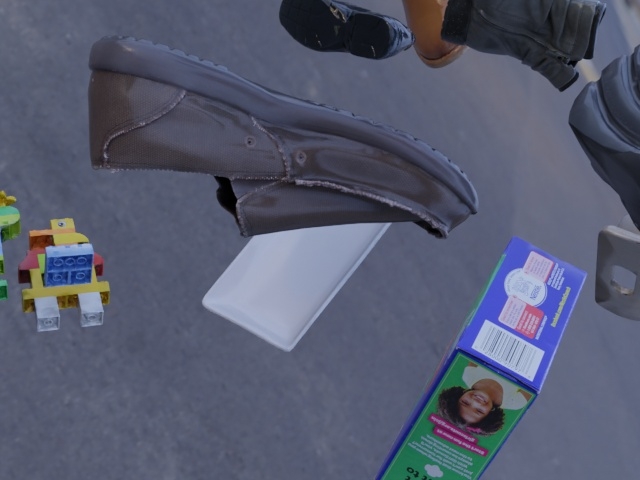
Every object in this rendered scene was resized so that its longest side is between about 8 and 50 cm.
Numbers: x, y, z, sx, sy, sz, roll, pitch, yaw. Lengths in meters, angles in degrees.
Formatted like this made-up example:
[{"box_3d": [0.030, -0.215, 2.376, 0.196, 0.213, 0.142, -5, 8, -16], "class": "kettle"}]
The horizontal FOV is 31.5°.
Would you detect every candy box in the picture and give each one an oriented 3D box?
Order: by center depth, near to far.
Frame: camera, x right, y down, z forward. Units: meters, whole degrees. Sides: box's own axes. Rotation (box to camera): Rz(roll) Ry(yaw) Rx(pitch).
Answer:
[{"box_3d": [0.204, 0.194, 1.493, 0.122, 0.317, 0.268, 28, 38, 8], "class": "candy box"}]

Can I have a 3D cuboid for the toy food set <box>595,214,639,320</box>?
[{"box_3d": [0.372, -0.069, 1.049, 0.092, 0.306, 0.220, 42, -7, 23], "class": "toy food set"}]

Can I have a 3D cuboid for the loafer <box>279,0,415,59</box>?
[{"box_3d": [0.027, -0.236, 1.264, 0.170, 0.062, 0.061, 27, 21, 33], "class": "loafer"}]

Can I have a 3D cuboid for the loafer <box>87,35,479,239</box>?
[{"box_3d": [-0.038, -0.062, 0.997, 0.366, 0.130, 0.134, 18, 1, -13], "class": "loafer"}]

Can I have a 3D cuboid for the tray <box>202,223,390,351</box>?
[{"box_3d": [0.000, 0.000, 1.265, 0.145, 0.270, 0.030, 25, -22, 37], "class": "tray"}]

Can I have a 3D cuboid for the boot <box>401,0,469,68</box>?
[{"box_3d": [0.101, -0.364, 1.373, 0.220, 0.109, 0.283, 38, 45, -42], "class": "boot"}]

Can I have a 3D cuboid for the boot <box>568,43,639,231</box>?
[{"box_3d": [0.393, 0.016, 0.624, 0.445, 0.367, 0.146, 53, 22, -27], "class": "boot"}]

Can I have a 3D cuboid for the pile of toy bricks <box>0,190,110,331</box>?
[{"box_3d": [-0.256, 0.001, 0.790, 0.118, 0.212, 0.105, 105, -28, -44], "class": "pile of toy bricks"}]

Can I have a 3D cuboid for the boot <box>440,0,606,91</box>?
[{"box_3d": [0.216, -0.259, 1.140, 0.083, 0.161, 0.246, -61, 167, -24], "class": "boot"}]
